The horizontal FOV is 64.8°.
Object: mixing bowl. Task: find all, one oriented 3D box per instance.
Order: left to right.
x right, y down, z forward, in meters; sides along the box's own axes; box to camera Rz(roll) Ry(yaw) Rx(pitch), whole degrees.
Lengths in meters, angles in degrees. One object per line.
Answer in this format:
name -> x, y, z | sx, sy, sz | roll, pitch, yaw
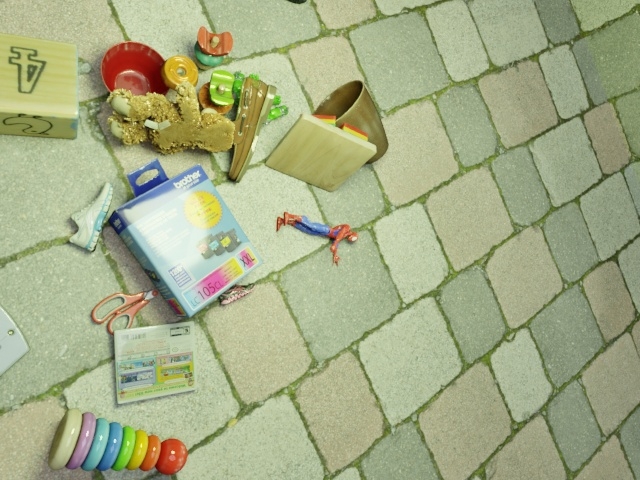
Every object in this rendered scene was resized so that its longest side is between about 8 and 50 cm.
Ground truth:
mixing bowl -> -0.515, -0.444, 1.399 | 0.181, 0.098, 0.182 | 4, 82, -26

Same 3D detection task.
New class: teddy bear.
teddy bear -> -0.405, -0.326, 1.369 | 0.337, 0.245, 0.113 | -6, 49, -9

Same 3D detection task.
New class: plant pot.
plant pot -> 0.121, -0.370, 1.678 | 0.230, 0.215, 0.215 | 44, 66, -31

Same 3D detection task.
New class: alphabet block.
alphabet block -> -0.707, -0.373, 1.241 | 0.197, 0.192, 0.194 | -1, 82, -27

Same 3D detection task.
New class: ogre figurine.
ogre figurine -> -0.198, -0.434, 1.571 | 0.197, 0.096, 0.118 | 48, 46, -31

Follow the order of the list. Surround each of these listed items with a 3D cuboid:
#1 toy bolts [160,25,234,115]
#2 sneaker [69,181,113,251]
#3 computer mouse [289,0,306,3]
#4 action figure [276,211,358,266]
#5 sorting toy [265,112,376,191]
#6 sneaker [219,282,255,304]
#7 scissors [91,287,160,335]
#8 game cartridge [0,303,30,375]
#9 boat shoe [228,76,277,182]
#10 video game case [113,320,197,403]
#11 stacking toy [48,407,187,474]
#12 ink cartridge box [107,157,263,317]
toy bolts -> -0.352, -0.486, 1.457 | 0.218, 0.158, 0.229 | 8, 79, -25
sneaker -> -0.605, -0.071, 1.326 | 0.083, 0.071, 0.191 | 19, 75, -18
computer mouse -> -0.148, -0.851, 1.673 | 0.242, 0.041, 0.071 | 7, 82, -26
action figure -> 0.000, 0.000, 1.619 | 0.280, 0.091, 0.139 | 8, 74, -26
sorting toy -> -0.001, -0.289, 1.571 | 0.255, 0.257, 0.089 | 20, 57, -24
sneaker -> -0.250, 0.146, 1.500 | 0.119, 0.047, 0.057 | -24, 84, -29
scissors -> -0.479, 0.145, 1.390 | 0.297, 0.021, 0.109 | -39, 102, -25
game cartridge -> -0.847, 0.205, 1.174 | 0.297, 0.062, 0.198 | 50, 61, -13
boat shoe -> -0.230, -0.326, 1.491 | 0.104, 0.111, 0.307 | 18, 104, -15
video game case -> -0.447, 0.328, 1.373 | 0.212, 0.023, 0.193 | -3, 89, -30
stacking toy -> -0.493, 0.527, 1.279 | 0.330, 0.141, 0.141 | 23, 74, -27
ink cartridge box -> -0.383, -0.023, 1.384 | 0.270, 0.151, 0.395 | -38, 100, -30
